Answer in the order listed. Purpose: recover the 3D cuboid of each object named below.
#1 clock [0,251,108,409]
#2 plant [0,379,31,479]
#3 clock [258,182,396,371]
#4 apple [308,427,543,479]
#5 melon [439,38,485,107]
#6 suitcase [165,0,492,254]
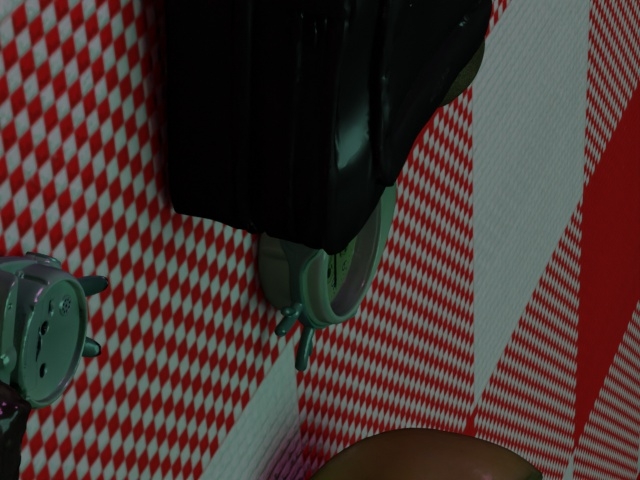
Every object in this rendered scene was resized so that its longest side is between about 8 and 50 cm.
[{"bbox_3d":[-0.176,0.056,1.119,0.135,0.041,0.101,-27,126,-66],"label":"clock"},{"bbox_3d":[-0.236,0.180,0.885,0.149,0.146,0.275,13,90,-51],"label":"plant"},{"bbox_3d":[0.000,0.000,1.540,0.159,0.066,0.211,65,40,-58],"label":"clock"},{"bbox_3d":[0.067,0.314,1.650,0.258,0.233,0.295,78,22,-83],"label":"apple"},{"bbox_3d":[0.101,-0.175,1.680,0.131,0.098,0.098,-61,154,-48],"label":"melon"},{"bbox_3d":[0.013,-0.188,1.340,0.345,0.188,0.339,-56,155,-51],"label":"suitcase"}]
